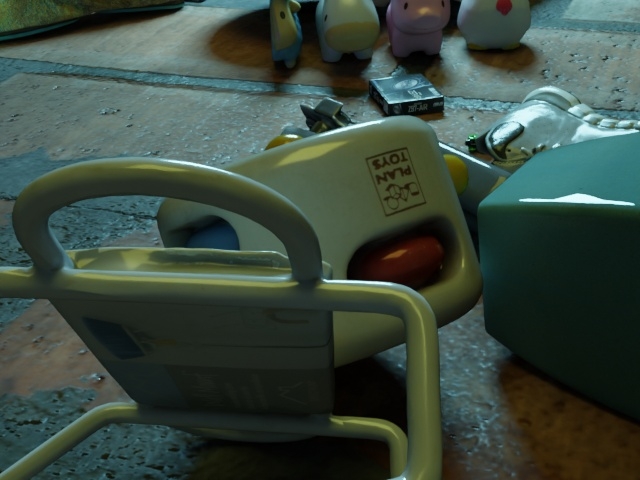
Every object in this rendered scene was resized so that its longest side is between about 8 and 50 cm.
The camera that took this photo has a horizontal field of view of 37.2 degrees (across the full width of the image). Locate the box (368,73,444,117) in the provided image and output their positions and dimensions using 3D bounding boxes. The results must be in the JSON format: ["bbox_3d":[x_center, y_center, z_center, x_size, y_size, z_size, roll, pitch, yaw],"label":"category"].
[{"bbox_3d":[0.099,-0.169,1.108,0.067,0.018,0.083,-9,30,-10],"label":"box"}]

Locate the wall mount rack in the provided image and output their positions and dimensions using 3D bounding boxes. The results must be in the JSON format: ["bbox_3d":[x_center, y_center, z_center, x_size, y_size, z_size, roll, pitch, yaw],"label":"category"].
[{"bbox_3d":[-0.104,0.096,0.437,0.304,0.350,0.130,1,64,3],"label":"wall mount rack"}]

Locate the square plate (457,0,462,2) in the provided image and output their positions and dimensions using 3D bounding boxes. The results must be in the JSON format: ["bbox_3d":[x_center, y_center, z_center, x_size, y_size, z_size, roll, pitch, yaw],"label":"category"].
[{"bbox_3d":[0.161,-0.480,1.495,0.347,0.049,0.344,25,44,19],"label":"square plate"}]

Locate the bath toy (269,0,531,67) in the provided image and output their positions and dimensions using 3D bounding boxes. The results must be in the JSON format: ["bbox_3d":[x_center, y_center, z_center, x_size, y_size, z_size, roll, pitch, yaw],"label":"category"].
[{"bbox_3d":[0.107,-0.301,1.232,0.349,0.128,0.151,-6,29,-7],"label":"bath toy"}]

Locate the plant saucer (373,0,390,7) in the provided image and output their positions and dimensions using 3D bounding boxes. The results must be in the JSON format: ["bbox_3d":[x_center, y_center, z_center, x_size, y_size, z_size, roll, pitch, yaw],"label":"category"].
[{"bbox_3d":[-0.018,-0.373,1.389,0.278,0.041,0.278,6,14,-1],"label":"plant saucer"}]

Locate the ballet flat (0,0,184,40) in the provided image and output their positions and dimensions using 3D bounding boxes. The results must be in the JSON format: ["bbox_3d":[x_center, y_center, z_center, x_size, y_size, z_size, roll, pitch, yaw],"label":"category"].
[{"bbox_3d":[-0.368,-0.389,1.444,0.349,0.123,0.123,-17,32,-22],"label":"ballet flat"}]

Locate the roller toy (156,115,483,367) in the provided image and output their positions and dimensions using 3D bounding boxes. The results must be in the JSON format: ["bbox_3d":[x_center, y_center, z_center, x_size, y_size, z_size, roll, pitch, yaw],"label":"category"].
[{"bbox_3d":[0.000,0.000,0.621,0.210,0.146,0.191,-18,0,9],"label":"roller toy"}]

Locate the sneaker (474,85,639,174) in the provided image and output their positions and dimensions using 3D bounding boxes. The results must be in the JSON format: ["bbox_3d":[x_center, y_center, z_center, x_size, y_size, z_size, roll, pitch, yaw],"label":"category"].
[{"bbox_3d":[0.226,-0.059,0.857,0.132,0.086,0.229,-28,34,-19],"label":"sneaker"}]

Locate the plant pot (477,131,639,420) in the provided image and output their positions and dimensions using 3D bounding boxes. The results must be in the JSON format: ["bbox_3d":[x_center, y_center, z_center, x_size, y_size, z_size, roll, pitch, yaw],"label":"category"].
[{"bbox_3d":[0.233,0.017,0.629,0.234,0.165,0.165,11,32,34],"label":"plant pot"}]

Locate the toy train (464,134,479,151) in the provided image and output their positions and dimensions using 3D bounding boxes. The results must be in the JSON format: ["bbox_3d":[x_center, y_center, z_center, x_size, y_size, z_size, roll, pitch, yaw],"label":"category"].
[{"bbox_3d":[0.191,-0.100,0.980,0.083,0.017,0.023,4,20,13],"label":"toy train"}]

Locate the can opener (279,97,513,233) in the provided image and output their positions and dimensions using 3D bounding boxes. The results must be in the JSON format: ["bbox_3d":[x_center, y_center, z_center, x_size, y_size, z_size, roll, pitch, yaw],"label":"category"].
[{"bbox_3d":[0.061,-0.056,0.884,0.095,0.076,0.283,-48,44,-9],"label":"can opener"}]
